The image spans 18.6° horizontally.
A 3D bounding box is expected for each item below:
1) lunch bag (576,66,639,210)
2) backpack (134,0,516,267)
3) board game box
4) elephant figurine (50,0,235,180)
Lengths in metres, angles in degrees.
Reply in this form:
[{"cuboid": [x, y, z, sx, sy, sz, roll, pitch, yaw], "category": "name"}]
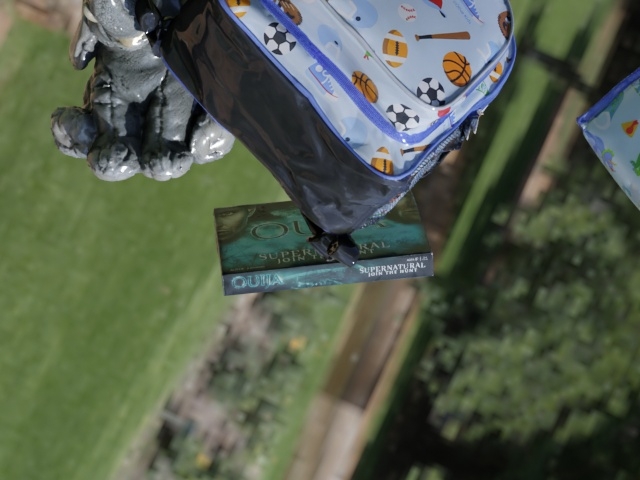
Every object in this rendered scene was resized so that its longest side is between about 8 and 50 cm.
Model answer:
[{"cuboid": [0.270, -0.056, 1.441, 0.096, 0.129, 0.151, -38, 163, 8], "category": "lunch bag"}, {"cuboid": [0.033, -0.167, 1.621, 0.213, 0.276, 0.263, -36, -176, 39], "category": "backpack"}, {"cuboid": [0.000, 0.000, 1.749, 0.126, 0.186, 0.026, -104, -171, -60], "category": "board game box"}, {"cuboid": [-0.152, -0.184, 1.681, 0.169, 0.186, 0.239, -19, 120, -29], "category": "elephant figurine"}]
